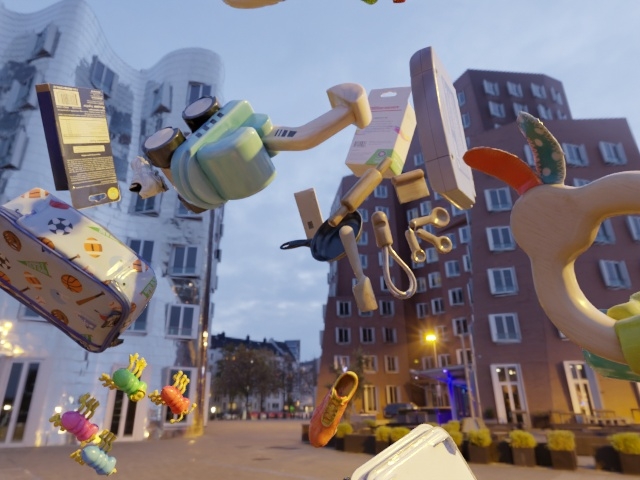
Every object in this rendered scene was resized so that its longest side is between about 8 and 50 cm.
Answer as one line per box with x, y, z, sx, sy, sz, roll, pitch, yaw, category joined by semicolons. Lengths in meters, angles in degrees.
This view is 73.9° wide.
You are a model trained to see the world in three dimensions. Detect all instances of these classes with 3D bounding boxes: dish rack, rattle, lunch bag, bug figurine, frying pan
0.241;0.561;0.893;0.333;0.285;0.072;-7;-32;-43;dish rack
0.219;-0.010;0.318;0.143;0.199;0.130;-14;-44;-25;rattle
-0.462;0.071;0.781;0.303;0.115;0.243;41;-56;-7;lunch bag
-0.419;0.376;0.902;0.072;0.279;0.216;34;-22;52;bug figurine
0.003;0.019;1.330;0.326;0.197;0.053;-32;-54;24;frying pan

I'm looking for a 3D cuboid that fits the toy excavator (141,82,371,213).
-0.146;-0.243;1.083;0.446;0.432;0.222;16;-33;34;toy excavator

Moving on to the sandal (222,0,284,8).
0.003;-0.523;0.678;0.417;0.169;0.102;-29;-28;1;sandal

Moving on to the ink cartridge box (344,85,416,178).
0.256;-0.433;1.708;0.207;0.353;0.119;10;-15;36;ink cartridge box

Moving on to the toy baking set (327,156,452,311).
0.114;-0.016;0.700;0.197;0.256;0.030;46;-19;1;toy baking set

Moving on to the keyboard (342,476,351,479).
0.044;0.559;0.917;0.108;0.023;0.180;-40;-12;-2;keyboard

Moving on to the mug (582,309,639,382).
0.476;0.164;0.640;0.158;0.097;0.129;16;-15;-28;mug

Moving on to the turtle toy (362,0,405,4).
0.131;-0.472;0.781;0.130;0.095;0.066;-7;-58;-6;turtle toy

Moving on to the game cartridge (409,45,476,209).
0.245;-0.221;0.854;0.062;0.296;0.198;-14;-15;34;game cartridge

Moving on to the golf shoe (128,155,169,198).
-0.493;-0.171;1.159;0.086;0.176;0.069;-37;-41;-22;golf shoe

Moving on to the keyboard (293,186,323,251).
-0.025;-0.057;1.474;0.072;0.014;0.255;-15;-65;3;keyboard

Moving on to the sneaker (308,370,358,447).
0.024;0.360;0.923;0.064;0.175;0.067;24;-20;16;sneaker

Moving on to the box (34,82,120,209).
-0.461;-0.178;0.822;0.037;0.225;0.136;-1;13;13;box
